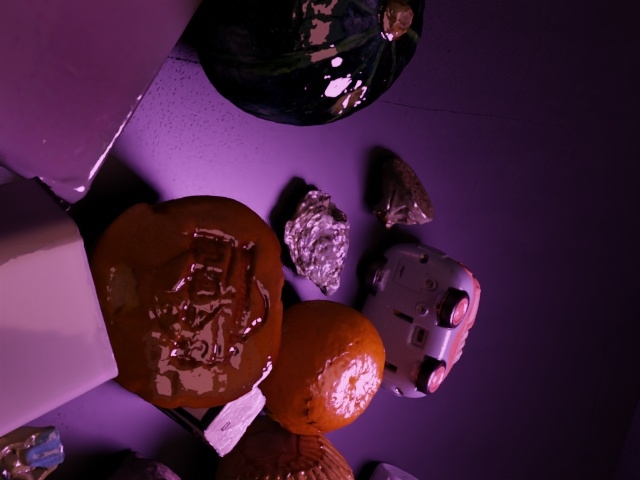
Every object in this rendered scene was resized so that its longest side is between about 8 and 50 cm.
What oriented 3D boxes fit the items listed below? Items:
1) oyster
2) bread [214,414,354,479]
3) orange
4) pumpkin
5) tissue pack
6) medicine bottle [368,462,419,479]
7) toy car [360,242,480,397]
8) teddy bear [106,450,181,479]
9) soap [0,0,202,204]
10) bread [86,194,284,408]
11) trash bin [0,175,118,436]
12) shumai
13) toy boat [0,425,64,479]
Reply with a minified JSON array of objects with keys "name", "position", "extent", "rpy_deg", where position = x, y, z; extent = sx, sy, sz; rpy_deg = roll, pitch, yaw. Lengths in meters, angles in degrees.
[{"name":"oyster","position":[0.000,0.000,1.404],"extent":[0.125,0.064,0.177],"rpy_deg":[-48,137,-11]},{"name":"bread","position":[-0.059,0.380,1.419],"extent":[0.240,0.240,0.139],"rpy_deg":[-23,116,-38]},{"name":"orange","position":[-0.007,0.195,1.402],"extent":[0.219,0.193,0.219],"rpy_deg":[-17,127,-24]},{"name":"pumpkin","position":[0.002,-0.285,1.109],"extent":[0.315,0.238,0.315],"rpy_deg":[-24,124,-43]},{"name":"tissue pack","position":[-0.171,0.206,1.243],"extent":[0.103,0.170,0.090],"rpy_deg":[-49,142,-18]},{"name":"medicine bottle","position":[0.131,0.543,1.789],"extent":[0.135,0.135,0.168],"rpy_deg":[30,86,-51]},{"name":"toy car","position":[0.182,0.137,1.597],"extent":[0.212,0.180,0.270],"rpy_deg":[-6,116,-57]},{"name":"teddy bear","position":[-0.291,0.430,1.255],"extent":[0.267,0.151,0.236],"rpy_deg":[-52,146,-20]},{"name":"soap","position":[-0.295,-0.220,0.925],"extent":[0.296,0.107,0.285],"rpy_deg":[-59,140,-5]},{"name":"bread","position":[-0.169,0.073,1.121],"extent":[0.270,0.148,0.270],"rpy_deg":[3,84,-27]},{"name":"trash bin","position":[-0.397,0.072,0.814],"extent":[0.367,0.256,0.296],"rpy_deg":[-21,117,-24]},{"name":"shumai","position":[0.125,-0.070,1.494],"extent":[0.087,0.124,0.099],"rpy_deg":[-31,171,22]},{"name":"toy boat","position":[-0.433,0.307,1.055],"extent":[0.276,0.084,0.111],"rpy_deg":[-40,150,-40]}]
